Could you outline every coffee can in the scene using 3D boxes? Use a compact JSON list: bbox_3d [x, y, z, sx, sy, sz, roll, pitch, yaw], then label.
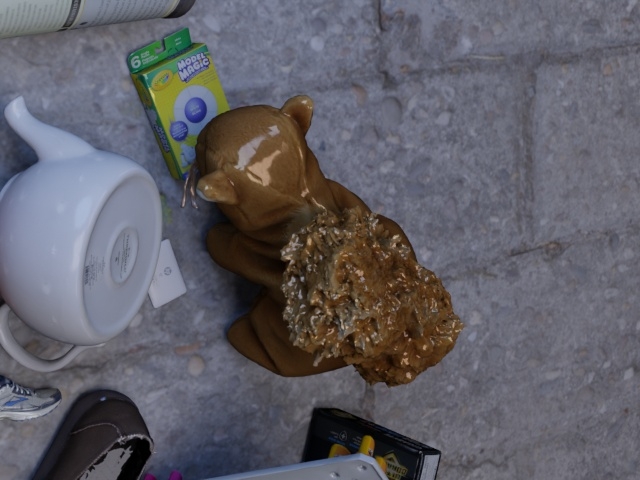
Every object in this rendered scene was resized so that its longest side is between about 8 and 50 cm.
[{"bbox_3d":[-0.300,-0.338,1.355,0.275,0.201,0.201,-15,108,-32],"label":"coffee can"}]

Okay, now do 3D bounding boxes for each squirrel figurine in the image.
[{"bbox_3d":[0.000,0.000,1.514,0.281,0.397,0.370,-37,131,-15],"label":"squirrel figurine"}]

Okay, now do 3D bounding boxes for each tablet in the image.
[{"bbox_3d":[-0.217,0.045,1.615,0.054,0.006,0.083,-29,115,-27],"label":"tablet"}]

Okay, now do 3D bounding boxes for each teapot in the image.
[{"bbox_3d":[-0.319,0.004,1.433,0.252,0.187,0.256,71,35,-60],"label":"teapot"}]

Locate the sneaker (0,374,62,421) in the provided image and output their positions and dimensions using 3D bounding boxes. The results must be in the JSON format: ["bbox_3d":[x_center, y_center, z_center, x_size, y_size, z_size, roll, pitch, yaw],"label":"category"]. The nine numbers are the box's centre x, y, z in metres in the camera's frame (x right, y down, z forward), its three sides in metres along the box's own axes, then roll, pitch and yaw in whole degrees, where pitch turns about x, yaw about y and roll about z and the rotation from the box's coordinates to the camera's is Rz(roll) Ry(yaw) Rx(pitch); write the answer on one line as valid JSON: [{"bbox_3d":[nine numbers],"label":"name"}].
[{"bbox_3d":[-0.392,0.198,1.498,0.135,0.052,0.058,-8,100,-34],"label":"sneaker"}]

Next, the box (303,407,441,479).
[{"bbox_3d":[0.065,0.360,1.746,0.051,0.220,0.175,9,95,-46],"label":"box"}]

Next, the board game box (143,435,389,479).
[{"bbox_3d":[-0.010,0.437,1.641,0.390,0.390,0.050,58,33,-29],"label":"board game box"}]

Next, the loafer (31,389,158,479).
[{"bbox_3d":[-0.328,0.373,1.529,0.134,0.130,0.366,26,85,-36],"label":"loafer"}]

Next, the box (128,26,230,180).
[{"bbox_3d":[-0.178,-0.183,1.572,0.105,0.043,0.179,-33,115,-26],"label":"box"}]
